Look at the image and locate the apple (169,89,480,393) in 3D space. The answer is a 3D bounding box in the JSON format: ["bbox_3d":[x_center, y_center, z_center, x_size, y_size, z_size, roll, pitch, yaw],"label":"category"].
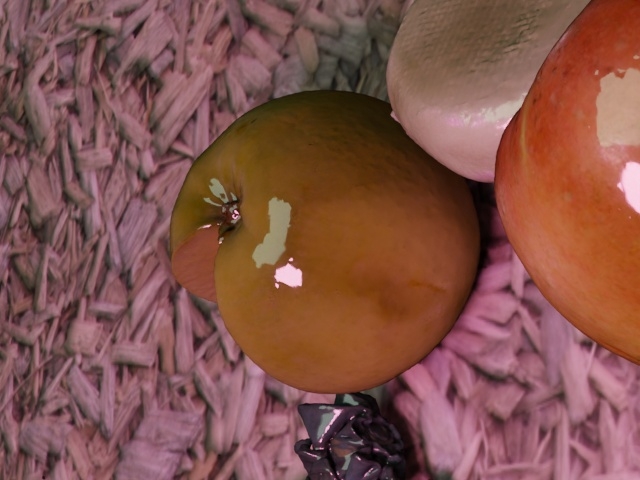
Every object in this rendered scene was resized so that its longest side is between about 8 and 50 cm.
[{"bbox_3d":[0.000,0.000,1.891,0.292,0.254,0.292,-18,65,44],"label":"apple"}]

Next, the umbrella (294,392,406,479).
[{"bbox_3d":[-0.024,0.309,1.974,0.349,0.094,0.143,-59,36,27],"label":"umbrella"}]

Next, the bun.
[{"bbox_3d":[0.203,-0.152,1.744,0.283,0.179,0.283,-26,40,24],"label":"bun"}]

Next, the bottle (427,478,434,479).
[{"bbox_3d":[0.097,0.273,1.866,0.047,0.063,0.101,-168,92,-80],"label":"bottle"}]

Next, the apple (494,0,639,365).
[{"bbox_3d":[0.304,-0.055,1.458,0.305,0.338,0.338,42,119,9],"label":"apple"}]
